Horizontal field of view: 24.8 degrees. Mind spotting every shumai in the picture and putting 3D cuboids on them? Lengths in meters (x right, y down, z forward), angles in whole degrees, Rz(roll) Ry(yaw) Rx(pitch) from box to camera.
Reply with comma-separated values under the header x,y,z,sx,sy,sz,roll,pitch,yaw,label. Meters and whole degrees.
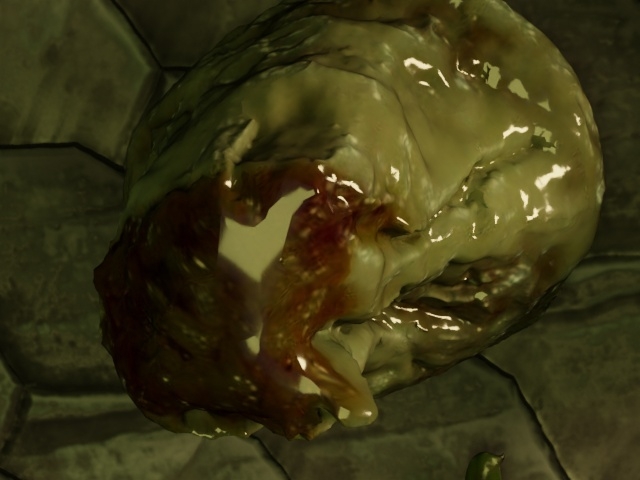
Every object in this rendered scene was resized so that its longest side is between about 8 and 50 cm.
x,y,z,sx,sy,sz,roll,pitch,yaw,label
0.000,0.000,1.045,0.397,0.323,0.324,-28,99,22,shumai

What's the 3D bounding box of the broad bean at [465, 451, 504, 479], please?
x,y,z,sx,sy,sz,roll,pitch,yaw,label
0.149,0.313,1.269,0.060,0.043,0.298,9,112,21,broad bean
